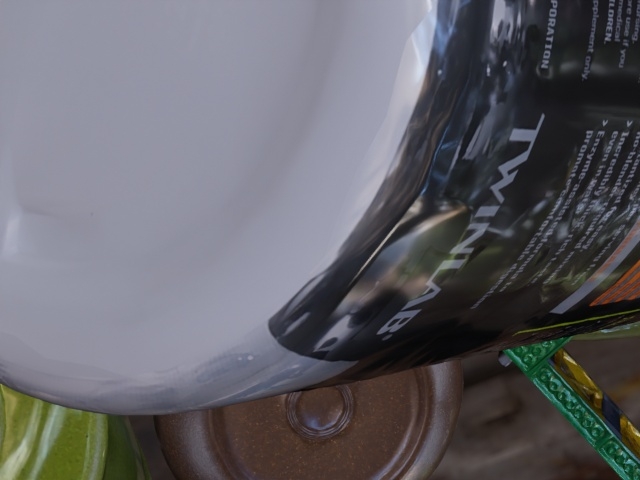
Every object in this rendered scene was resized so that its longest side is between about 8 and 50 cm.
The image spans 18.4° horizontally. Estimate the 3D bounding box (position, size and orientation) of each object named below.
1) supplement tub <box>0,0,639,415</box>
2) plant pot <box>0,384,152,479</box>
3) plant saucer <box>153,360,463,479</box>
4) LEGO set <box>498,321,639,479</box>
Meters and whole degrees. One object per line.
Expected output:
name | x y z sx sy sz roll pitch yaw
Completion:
supplement tub | 0.029 -0.068 0.572 0.338 0.207 0.207 -4 72 -58
plant pot | -0.251 0.145 1.117 0.353 0.366 0.366 116 -41 -66
plant saucer | -0.003 0.098 1.218 0.198 0.199 0.036 63 -5 -16
LEGO set | 0.227 -0.001 0.980 0.255 0.331 0.192 38 16 -3
